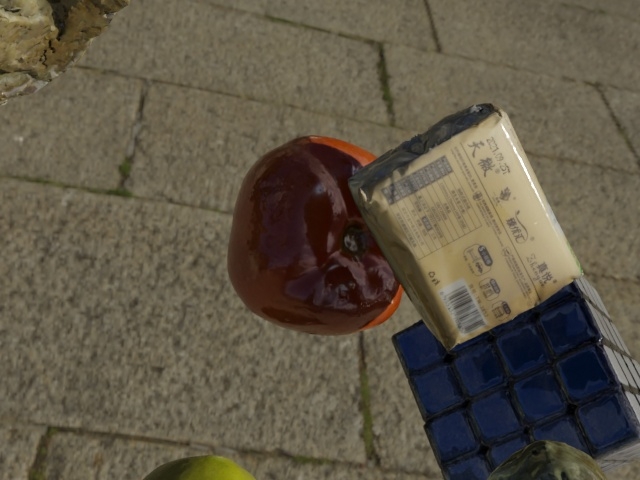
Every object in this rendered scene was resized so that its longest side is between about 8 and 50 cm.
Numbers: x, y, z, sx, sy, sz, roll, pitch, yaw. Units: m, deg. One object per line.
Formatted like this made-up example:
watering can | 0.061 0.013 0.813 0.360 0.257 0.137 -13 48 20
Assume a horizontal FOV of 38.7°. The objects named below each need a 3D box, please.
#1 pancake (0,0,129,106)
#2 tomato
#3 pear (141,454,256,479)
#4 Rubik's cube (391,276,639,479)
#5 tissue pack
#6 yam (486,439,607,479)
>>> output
pancake | -0.291 -0.191 0.609 0.386 0.387 0.082 -17 63 -37
tomato | 0.000 -0.004 1.132 0.259 0.260 0.180 -17 14 -37
pear | -0.163 0.439 1.179 0.252 0.253 0.307 3 61 -18
Rubik's cube | 0.377 0.267 1.613 0.343 0.344 0.337 24 42 -59
tissue pack | 0.157 -0.017 0.995 0.186 0.222 0.090 -31 13 3
yam | 0.119 0.306 0.707 0.133 0.330 0.133 31 1 0
